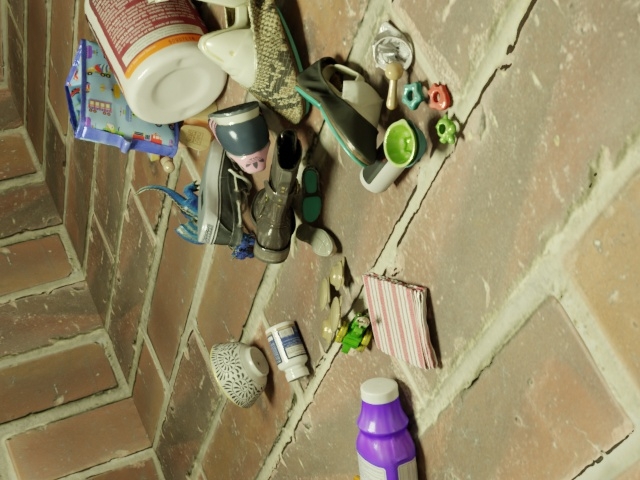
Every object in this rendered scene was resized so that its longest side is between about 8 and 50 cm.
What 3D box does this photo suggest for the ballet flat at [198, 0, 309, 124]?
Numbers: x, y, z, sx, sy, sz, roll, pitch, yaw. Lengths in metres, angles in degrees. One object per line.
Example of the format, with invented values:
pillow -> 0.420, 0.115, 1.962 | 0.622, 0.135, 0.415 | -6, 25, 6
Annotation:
ballet flat -> -0.151, -0.430, 1.846 | 0.164, 0.182, 0.482 | 17, 120, 61

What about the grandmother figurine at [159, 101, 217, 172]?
grandmother figurine -> -0.337, -0.261, 2.452 | 0.342, 0.104, 0.207 | 13, 82, 67

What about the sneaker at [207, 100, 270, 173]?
sneaker -> -0.151, -0.194, 1.995 | 0.319, 0.112, 0.131 | -106, 0, -81

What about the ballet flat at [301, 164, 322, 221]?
ballet flat -> -0.017, -0.091, 1.949 | 0.041, 0.041, 0.114 | 43, 141, 48

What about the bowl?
bowl -> -0.173, 0.296, 2.419 | 0.170, 0.080, 0.170 | 50, -160, -26

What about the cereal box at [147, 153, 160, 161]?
cereal box -> -0.462, -0.348, 2.715 | 0.240, 0.047, 0.173 | 58, 151, 31

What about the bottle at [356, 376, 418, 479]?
bottle -> 0.118, 0.386, 1.872 | 0.118, 0.092, 0.282 | 25, 126, 58

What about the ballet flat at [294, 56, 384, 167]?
ballet flat -> 0.037, -0.222, 1.662 | 0.095, 0.096, 0.280 | 36, -167, -39

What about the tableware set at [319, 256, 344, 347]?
tableware set -> 0.022, 0.118, 1.951 | 0.168, 0.020, 0.141 | 118, 155, -63

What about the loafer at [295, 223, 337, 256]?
loafer -> 0.000, 0.000, 1.969 | 0.125, 0.039, 0.045 | 33, 100, 52

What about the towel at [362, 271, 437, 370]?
towel -> 0.134, 0.134, 1.772 | 0.197, 0.029, 0.144 | 15, 117, 65

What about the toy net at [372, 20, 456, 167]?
toy net -> 0.123, -0.228, 1.532 | 0.122, 0.045, 0.232 | -36, 66, 50

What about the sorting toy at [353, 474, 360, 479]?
sorting toy -> 0.120, 0.618, 2.069 | 0.196, 0.047, 0.347 | 34, 135, 49

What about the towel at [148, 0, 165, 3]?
towel -> -0.260, -0.589, 2.033 | 0.282, 0.049, 0.187 | -9, 93, 42

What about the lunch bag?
lunch bag -> -0.432, -0.291, 2.294 | 0.138, 0.221, 0.293 | -61, 30, 31

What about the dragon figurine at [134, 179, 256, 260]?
dragon figurine -> -0.268, -0.051, 2.302 | 0.085, 0.289, 0.144 | -58, 20, 33

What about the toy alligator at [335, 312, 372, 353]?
toy alligator -> 0.068, 0.156, 1.885 | 0.189, 0.056, 0.051 | 112, 179, -64

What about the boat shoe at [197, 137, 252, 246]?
boat shoe -> -0.200, -0.103, 2.227 | 0.306, 0.105, 0.113 | -97, 23, -52

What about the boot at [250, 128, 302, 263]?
boot -> -0.071, -0.106, 1.946 | 0.263, 0.091, 0.229 | -97, 16, -58

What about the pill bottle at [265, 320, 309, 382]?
pill bottle -> -0.067, 0.236, 2.206 | 0.120, 0.067, 0.067 | 69, 155, 13

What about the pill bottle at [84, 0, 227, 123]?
pill bottle -> -0.374, -0.463, 2.249 | 0.392, 0.224, 0.224 | 61, 152, 27

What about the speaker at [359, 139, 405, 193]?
speaker -> 0.110, -0.127, 1.630 | 0.055, 0.055, 0.136 | 67, 154, 15
